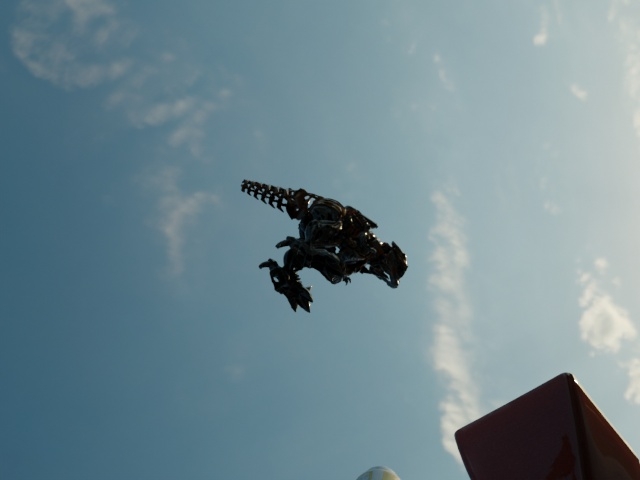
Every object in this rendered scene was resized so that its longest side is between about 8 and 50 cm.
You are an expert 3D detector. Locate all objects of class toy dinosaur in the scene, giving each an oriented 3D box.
[{"bbox_3d":[0.000,0.000,1.262,0.164,0.322,0.218,97,-164,-46],"label":"toy dinosaur"}]

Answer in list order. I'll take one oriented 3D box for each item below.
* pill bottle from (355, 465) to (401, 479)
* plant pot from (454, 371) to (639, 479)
[{"bbox_3d":[0.099,0.458,1.208,0.184,0.103,0.103,-18,-77,-81],"label":"pill bottle"},{"bbox_3d":[0.434,0.459,1.285,0.267,0.267,0.236,49,-159,-16],"label":"plant pot"}]
